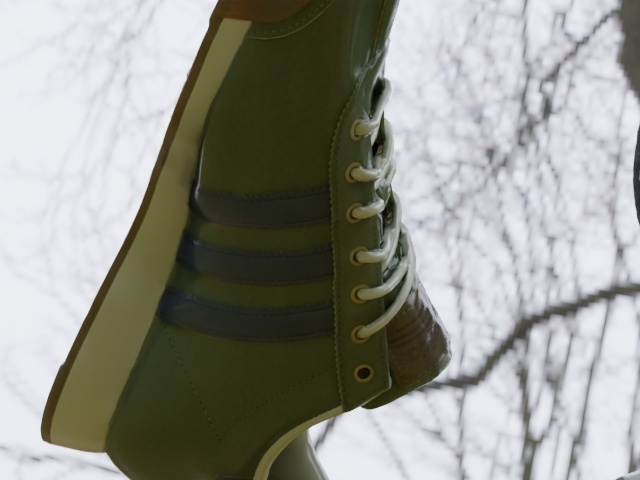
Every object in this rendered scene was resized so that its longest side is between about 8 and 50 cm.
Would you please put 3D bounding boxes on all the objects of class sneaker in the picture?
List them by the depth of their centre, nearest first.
[{"bbox_3d":[0.000,0.000,0.494,0.086,0.064,0.192,31,-55,5],"label":"sneaker"}]

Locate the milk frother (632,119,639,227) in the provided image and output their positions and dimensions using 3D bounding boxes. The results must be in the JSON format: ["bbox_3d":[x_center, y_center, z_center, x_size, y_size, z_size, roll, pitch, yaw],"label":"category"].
[{"bbox_3d":[0.187,-0.045,0.576,0.135,0.143,0.129,5,7,-27],"label":"milk frother"}]

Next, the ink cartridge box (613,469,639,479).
[{"bbox_3d":[0.253,0.187,1.236,0.150,0.109,0.063,-11,-21,-29],"label":"ink cartridge box"}]
